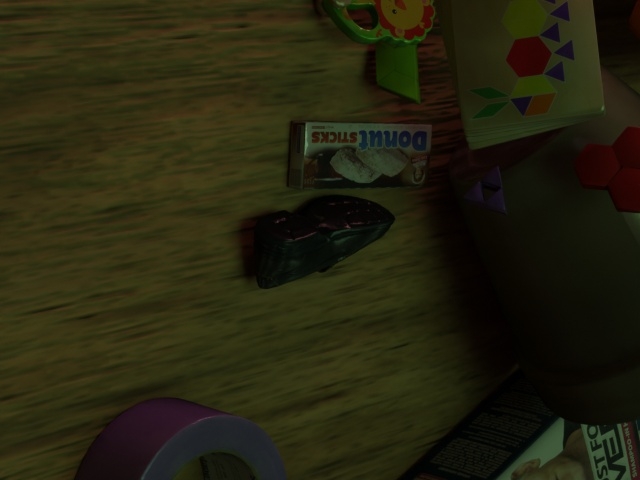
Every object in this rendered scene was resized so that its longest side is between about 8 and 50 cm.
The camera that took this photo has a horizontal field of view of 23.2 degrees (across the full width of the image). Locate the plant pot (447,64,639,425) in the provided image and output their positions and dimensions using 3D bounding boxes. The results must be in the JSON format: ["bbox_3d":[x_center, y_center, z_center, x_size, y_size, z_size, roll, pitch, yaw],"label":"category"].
[{"bbox_3d":[0.284,-0.020,1.605,0.280,0.323,0.323,50,61,-19],"label":"plant pot"}]

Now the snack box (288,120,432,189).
[{"bbox_3d":[0.041,-0.083,1.511,0.178,0.022,0.064,-3,98,-45],"label":"snack box"}]

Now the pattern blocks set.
[{"bbox_3d":[0.193,-0.183,1.483,0.026,0.285,0.325,43,49,-72],"label":"pattern blocks set"}]

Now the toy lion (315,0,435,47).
[{"bbox_3d":[0.058,-0.219,1.468,0.096,0.034,0.100,49,60,-7],"label":"toy lion"}]

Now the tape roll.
[{"bbox_3d":[-0.122,0.237,1.364,0.189,0.080,0.189,-11,106,-43],"label":"tape roll"}]

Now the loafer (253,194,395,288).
[{"bbox_3d":[0.000,0.000,1.469,0.170,0.062,0.061,-13,128,-40],"label":"loafer"}]

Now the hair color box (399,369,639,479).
[{"bbox_3d":[0.228,0.262,1.708,0.347,0.105,0.174,-36,122,-35],"label":"hair color box"}]
